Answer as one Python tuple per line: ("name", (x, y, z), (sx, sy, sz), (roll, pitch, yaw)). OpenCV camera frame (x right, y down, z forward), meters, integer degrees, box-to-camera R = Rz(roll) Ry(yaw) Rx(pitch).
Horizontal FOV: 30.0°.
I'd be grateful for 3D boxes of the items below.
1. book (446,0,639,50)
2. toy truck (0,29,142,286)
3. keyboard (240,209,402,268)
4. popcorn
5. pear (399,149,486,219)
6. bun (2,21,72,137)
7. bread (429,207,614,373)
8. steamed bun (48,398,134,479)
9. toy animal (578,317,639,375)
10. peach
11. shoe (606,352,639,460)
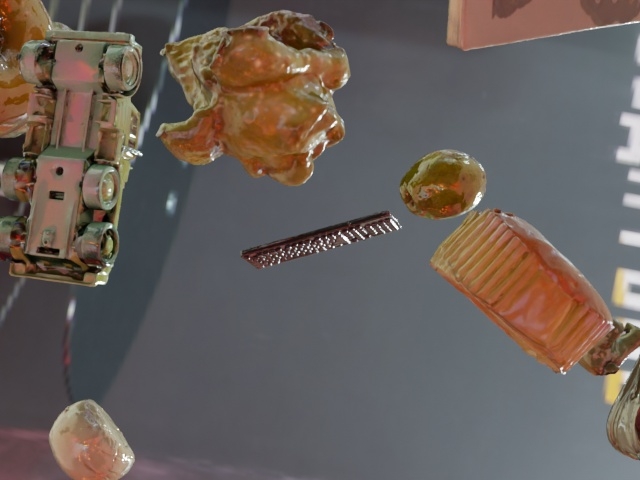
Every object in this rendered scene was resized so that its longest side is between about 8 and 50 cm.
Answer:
("book", (0.293, -0.378, 1.446), (0.371, 0.043, 0.260), (-16, 114, -38))
("toy truck", (-0.249, -0.087, 1.255), (0.135, 0.128, 0.259), (3, 92, -72))
("keyboard", (0.000, 0.000, 1.882), (0.087, 0.251, 0.017), (43, 34, -66))
("popcorn", (-0.119, -0.226, 1.995), (0.325, 0.290, 0.321), (-45, -158, -26))
("pear", (0.181, -0.082, 1.744), (0.107, 0.131, 0.107), (159, -90, -75))
("bun", (-0.424, -0.226, 1.747), (0.118, 0.195, 0.195), (63, 30, -41))
("bread", (0.275, 0.063, 1.610), (0.133, 0.250, 0.179), (-49, -175, 3))
("steamed bun", (-0.319, 0.286, 1.642), (0.091, 0.112, 0.130), (-36, 152, -7))
("toy animal", (0.386, 0.138, 1.768), (0.101, 0.103, 0.219), (-64, -151, 7))
("peach", (-0.446, -0.251, 1.513), (0.251, 0.153, 0.251), (29, 55, -54))
("shoe", (0.477, 0.176, 1.575), (0.098, 0.103, 0.274), (-102, -143, -82))
